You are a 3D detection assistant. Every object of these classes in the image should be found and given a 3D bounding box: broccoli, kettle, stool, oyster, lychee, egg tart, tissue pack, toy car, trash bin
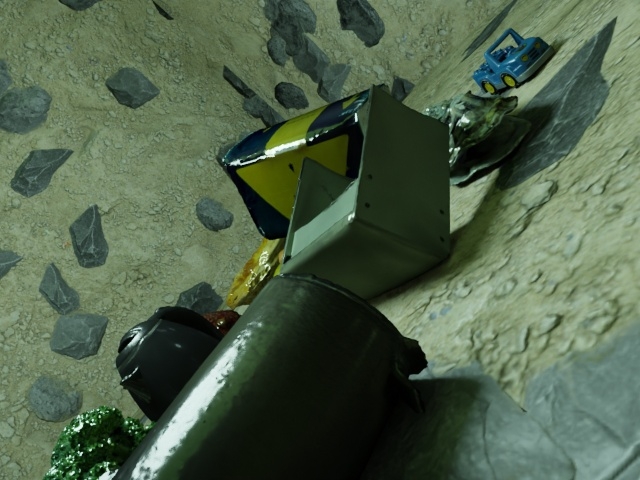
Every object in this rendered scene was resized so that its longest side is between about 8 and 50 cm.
[{"bbox_3d":[-0.266,0.382,0.657,0.274,0.308,0.308,-12,2,-12],"label":"broccoli"},{"bbox_3d":[-0.263,0.262,0.955,0.207,0.290,0.268,-47,8,23],"label":"kettle"},{"bbox_3d":[0.074,-0.065,0.796,0.243,0.170,0.270,-37,38,52],"label":"stool"},{"bbox_3d":[0.248,-0.202,0.901,0.162,0.158,0.351,-26,23,-11],"label":"oyster"},{"bbox_3d":[-0.283,0.286,1.304,0.194,0.194,0.194,-48,9,10],"label":"lychee"},{"bbox_3d":[-0.205,0.118,1.708,0.352,0.150,0.352,-52,11,14],"label":"egg tart"},{"bbox_3d":[0.008,-0.186,1.176,0.416,0.264,0.253,-10,29,34],"label":"tissue pack"},{"bbox_3d":[0.406,-0.394,1.028,0.097,0.100,0.191,-46,13,-1],"label":"toy car"},{"bbox_3d":[-0.059,0.203,0.471,0.251,0.203,0.302,15,54,34],"label":"trash bin"}]

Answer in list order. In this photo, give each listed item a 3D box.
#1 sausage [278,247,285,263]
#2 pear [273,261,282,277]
[{"bbox_3d":[0.000,0.001,1.320,0.270,0.109,0.109,-42,11,22],"label":"sausage"},{"bbox_3d":[-0.077,0.107,1.258,0.107,0.107,0.131,-38,18,51],"label":"pear"}]
